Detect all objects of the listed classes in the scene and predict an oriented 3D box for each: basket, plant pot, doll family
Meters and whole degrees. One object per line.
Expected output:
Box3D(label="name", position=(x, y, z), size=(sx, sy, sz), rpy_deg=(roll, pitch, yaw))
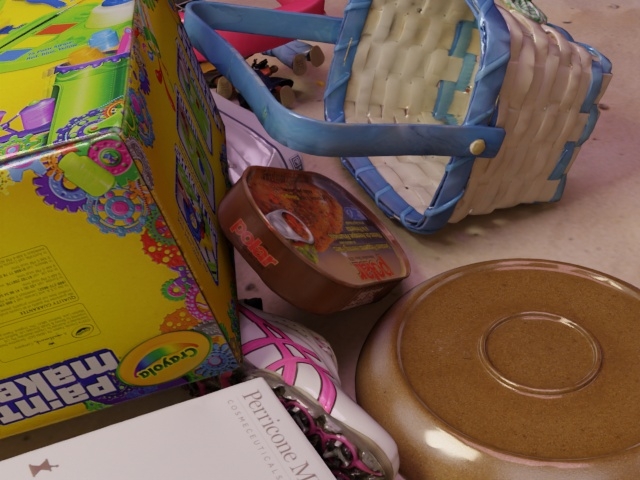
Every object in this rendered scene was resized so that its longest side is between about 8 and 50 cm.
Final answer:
Box3D(label="basket", position=(0.055, -0.131, 0.719), size=(0.289, 0.201, 0.254), rpy_deg=(-5, 35, -26))
Box3D(label="plant pot", position=(0.139, 0.080, 0.578), size=(0.236, 0.032, 0.236), rpy_deg=(-3, 36, 2))
Box3D(label="doll family", position=(-0.088, -0.174, 0.916), size=(0.193, 0.076, 0.111), rpy_deg=(-19, 34, -28))

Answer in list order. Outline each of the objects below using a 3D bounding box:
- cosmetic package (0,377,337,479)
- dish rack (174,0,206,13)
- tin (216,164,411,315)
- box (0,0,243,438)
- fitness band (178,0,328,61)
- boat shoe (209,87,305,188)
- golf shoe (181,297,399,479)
Box3D(label="cosmetic package", position=(-0.105, 0.158, 0.426), size=(0.231, 0.085, 0.117), rpy_deg=(-16, 39, -26))
Box3D(label="dish rack", position=(-0.269, -0.270, 1.062), size=(0.208, 0.074, 0.271), rpy_deg=(-29, 45, -29))
Box3D(label="tin", position=(0.000, 0.000, 0.609), size=(0.106, 0.040, 0.190), rpy_deg=(45, 17, 17))
Box3D(label="box", position=(-0.219, -0.032, 0.578), size=(0.290, 0.177, 0.279), rpy_deg=(-17, 39, 5))
Box3D(label="fitness band", position=(-0.110, -0.252, 0.926), size=(0.209, 0.054, 0.291), rpy_deg=(-8, 34, -15))
Box3D(label="boat shoe", position=(-0.134, -0.094, 0.785), size=(0.258, 0.095, 0.084), rpy_deg=(23, 40, 33))
Box3D(label="golf shoe", position=(-0.015, 0.084, 0.553), size=(0.086, 0.067, 0.186), rpy_deg=(-29, 43, -33))
